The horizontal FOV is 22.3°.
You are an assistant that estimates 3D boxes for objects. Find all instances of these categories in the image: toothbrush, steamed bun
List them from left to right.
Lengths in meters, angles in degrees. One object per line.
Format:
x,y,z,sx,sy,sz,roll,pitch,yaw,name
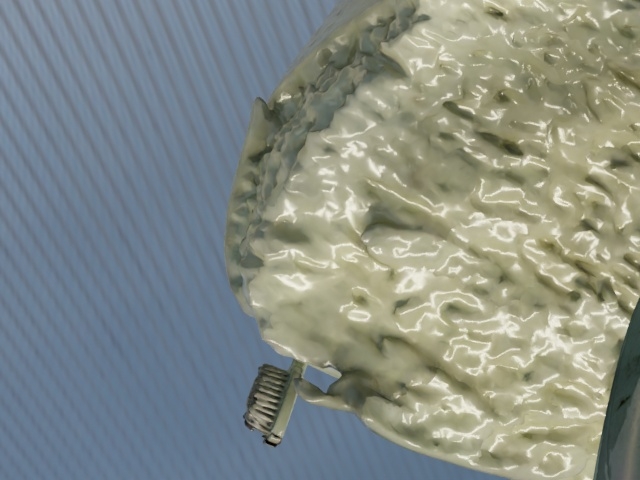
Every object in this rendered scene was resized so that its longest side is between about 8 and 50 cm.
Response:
0.005,0.002,1.022,0.028,0.294,0.026,25,144,-7,toothbrush
0.115,-0.043,0.874,0.290,0.273,0.272,33,107,-24,steamed bun

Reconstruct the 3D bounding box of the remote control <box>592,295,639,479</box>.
0.143,0.087,0.637,0.045,0.256,0.097,36,146,-26,remote control
